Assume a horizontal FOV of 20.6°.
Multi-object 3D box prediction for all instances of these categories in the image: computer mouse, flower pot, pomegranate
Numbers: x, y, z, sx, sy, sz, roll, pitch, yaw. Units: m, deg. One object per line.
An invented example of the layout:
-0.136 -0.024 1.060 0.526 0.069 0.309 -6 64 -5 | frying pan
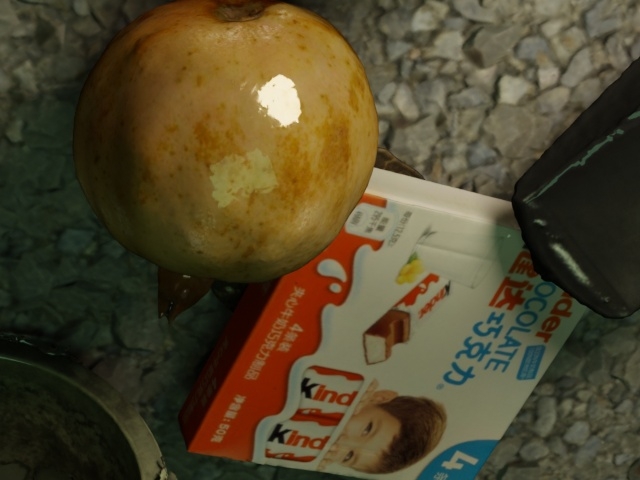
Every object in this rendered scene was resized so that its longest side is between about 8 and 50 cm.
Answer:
0.275 -0.071 1.300 0.295 0.087 0.168 -35 123 10 | computer mouse
-0.276 0.246 1.340 0.290 0.290 0.259 9 135 -15 | flower pot
-0.063 -0.069 1.183 0.207 0.207 0.207 -4 125 -6 | pomegranate

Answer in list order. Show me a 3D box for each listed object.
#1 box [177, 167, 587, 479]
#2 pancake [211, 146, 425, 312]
0.060 0.076 1.373 0.265 0.048 0.273 12 123 -27 | box
0.000 0.001 1.346 0.199 0.021 0.199 -5 127 -7 | pancake
